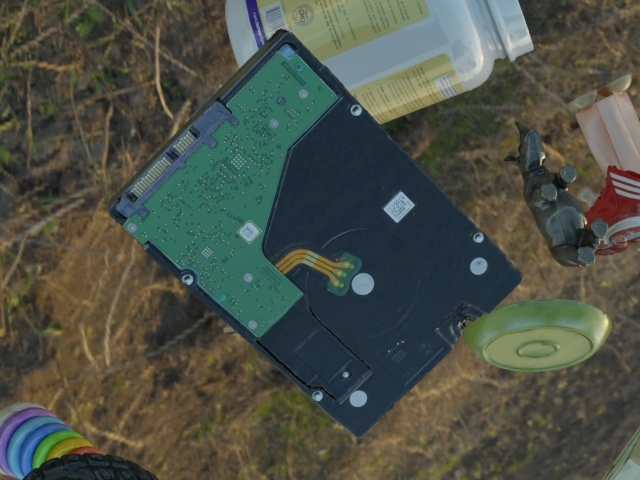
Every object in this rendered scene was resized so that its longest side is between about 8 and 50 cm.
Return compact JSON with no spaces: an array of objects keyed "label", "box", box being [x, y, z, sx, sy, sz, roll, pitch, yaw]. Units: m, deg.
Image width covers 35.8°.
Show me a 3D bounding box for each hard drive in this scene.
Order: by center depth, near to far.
[{"label":"hard drive","box":[0.000,0.000,0.949,0.237,0.064,0.339,-46,109,3]}]

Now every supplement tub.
[{"label":"supplement tub","box":[0.074,-0.271,1.241,0.331,0.241,0.241,-20,135,13]}]

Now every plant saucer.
[{"label":"plant saucer","box":[0.355,0.164,1.623,0.241,0.037,0.241,0,150,0]}]

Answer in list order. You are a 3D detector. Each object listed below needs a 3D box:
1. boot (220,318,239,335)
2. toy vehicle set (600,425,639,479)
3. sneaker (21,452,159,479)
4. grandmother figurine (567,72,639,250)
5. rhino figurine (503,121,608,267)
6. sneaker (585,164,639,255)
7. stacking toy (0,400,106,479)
[{"label":"boot","box":[-0.072,0.073,1.855,0.283,0.220,0.109,3,148,-21]},{"label":"toy vehicle set","box":[0.285,0.308,1.049,0.166,0.035,0.267,-20,141,-61]},{"label":"sneaker","box":[-0.284,0.290,0.938,0.286,0.109,0.130,-13,150,-26]},{"label":"grandmother figurine","box":[0.555,-0.110,1.757,0.208,0.342,0.104,-26,177,4]},{"label":"rhino figurine","box":[0.336,-0.067,1.449,0.073,0.243,0.106,-23,167,-8]},{"label":"sneaker","box":[0.486,-0.051,1.666,0.087,0.128,0.221,11,165,-23]},{"label":"stacking toy","box":[-0.451,0.386,1.725,0.141,0.330,0.141,-10,105,-43]}]
